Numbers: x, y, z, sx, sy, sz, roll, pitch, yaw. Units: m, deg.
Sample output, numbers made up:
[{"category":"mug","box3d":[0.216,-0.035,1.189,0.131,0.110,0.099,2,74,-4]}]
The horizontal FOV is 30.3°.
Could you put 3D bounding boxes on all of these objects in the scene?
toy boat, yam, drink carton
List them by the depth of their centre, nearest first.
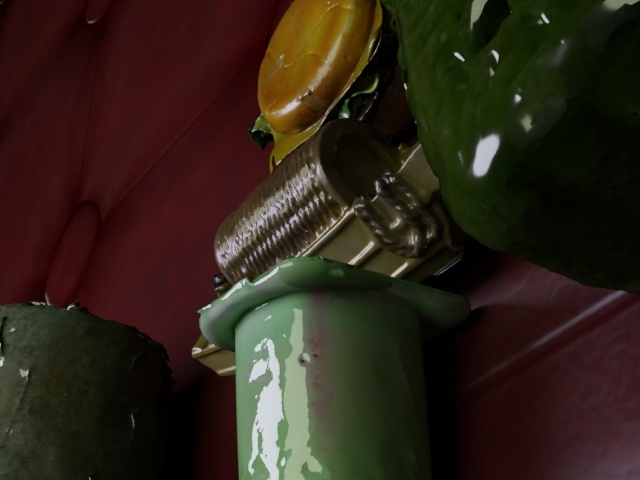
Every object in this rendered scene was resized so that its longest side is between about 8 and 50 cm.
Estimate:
[{"category":"drink carton","box3d":[0.005,0.109,0.716,0.144,0.146,0.142,-32,53,47]},{"category":"toy boat","box3d":[0.000,0.000,0.801,0.310,0.115,0.089,-36,12,46]},{"category":"yam","box3d":[-0.222,0.217,0.967,0.195,0.195,0.300,-35,41,44]}]

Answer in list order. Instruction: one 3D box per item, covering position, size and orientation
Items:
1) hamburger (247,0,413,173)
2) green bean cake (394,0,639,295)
[{"category":"hamburger","box3d":[0.020,-0.129,0.895,0.189,0.093,0.164,-37,39,41]},{"category":"green bean cake","box3d":[0.157,-0.130,0.601,0.250,0.156,0.247,-47,33,33]}]
